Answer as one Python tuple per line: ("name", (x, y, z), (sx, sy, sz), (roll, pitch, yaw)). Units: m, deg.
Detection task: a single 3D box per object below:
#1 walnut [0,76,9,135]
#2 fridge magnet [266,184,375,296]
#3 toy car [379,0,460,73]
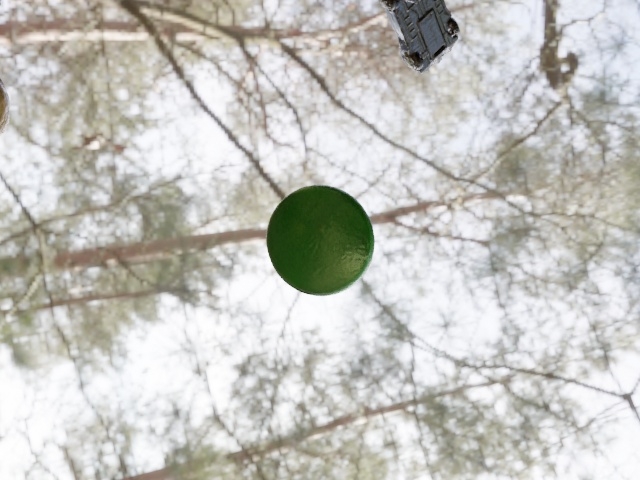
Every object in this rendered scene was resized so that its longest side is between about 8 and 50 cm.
("walnut", (-0.627, -0.229, 1.621), (0.224, 0.257, 0.257), (-49, -129, 11))
("fridge magnet", (0.000, 0.000, 1.893), (0.208, 0.088, 0.208), (2, -83, 14))
("toy car", (0.139, -0.347, 1.531), (0.063, 0.103, 0.216), (36, -15, 42))
